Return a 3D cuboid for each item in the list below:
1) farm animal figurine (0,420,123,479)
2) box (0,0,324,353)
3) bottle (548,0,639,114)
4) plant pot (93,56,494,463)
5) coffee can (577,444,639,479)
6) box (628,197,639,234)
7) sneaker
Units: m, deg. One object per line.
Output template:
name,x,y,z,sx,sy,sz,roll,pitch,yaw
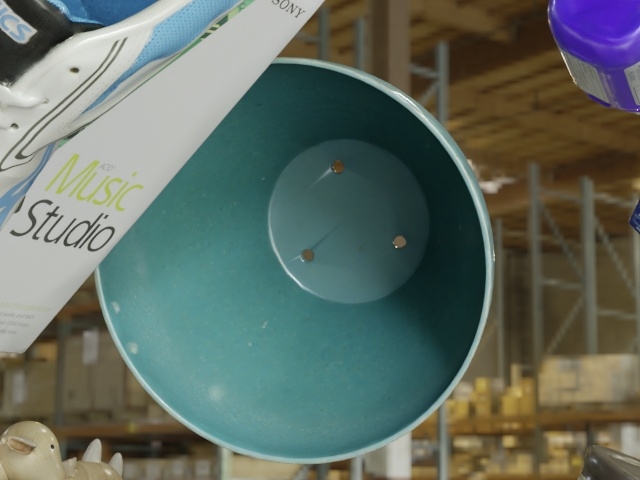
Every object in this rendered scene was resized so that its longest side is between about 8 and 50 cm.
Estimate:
farm animal figurine,-0.194,0.231,1.108,0.326,0.172,0.330,11,-22,31
box,-0.157,-0.069,0.840,0.322,0.058,0.232,-50,-22,11
bottle,0.257,-0.169,1.185,0.092,0.118,0.283,31,2,19
plant pot,0.000,0.000,1.092,0.290,0.290,0.195,-2,10,16
coffee can,0.239,0.324,1.094,0.201,0.275,0.201,25,3,-1
box,0.299,-0.051,0.998,0.036,0.136,0.225,-20,-36,-25
sneaker,-0.104,-0.060,0.452,0.237,0.085,0.086,-40,-7,19
